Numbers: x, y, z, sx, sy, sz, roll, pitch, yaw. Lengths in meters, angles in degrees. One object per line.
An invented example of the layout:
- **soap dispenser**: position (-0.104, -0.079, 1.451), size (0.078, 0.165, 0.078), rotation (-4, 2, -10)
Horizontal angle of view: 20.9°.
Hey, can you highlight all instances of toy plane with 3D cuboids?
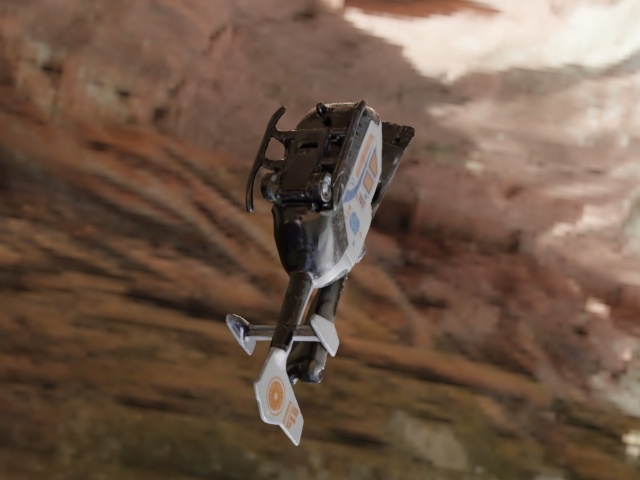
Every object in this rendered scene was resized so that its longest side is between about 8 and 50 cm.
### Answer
- **toy plane**: position (0.000, 0.000, 0.846), size (0.053, 0.197, 0.078), rotation (-1, 145, 28)
